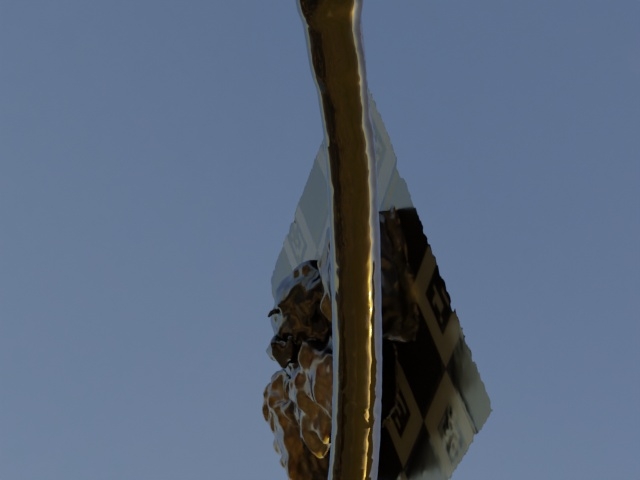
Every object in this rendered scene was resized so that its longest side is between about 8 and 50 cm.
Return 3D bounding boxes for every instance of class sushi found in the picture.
[{"bbox_3d":[-0.002,0.050,0.865,0.215,0.051,0.192,111,-35,-55],"label":"sushi"}]

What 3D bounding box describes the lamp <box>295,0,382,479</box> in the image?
[{"bbox_3d":[0.018,-0.027,0.367,0.130,0.108,0.371,11,-42,31],"label":"lamp"}]
